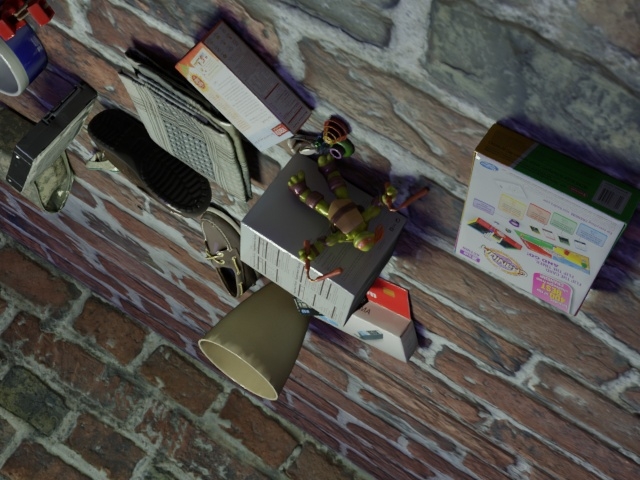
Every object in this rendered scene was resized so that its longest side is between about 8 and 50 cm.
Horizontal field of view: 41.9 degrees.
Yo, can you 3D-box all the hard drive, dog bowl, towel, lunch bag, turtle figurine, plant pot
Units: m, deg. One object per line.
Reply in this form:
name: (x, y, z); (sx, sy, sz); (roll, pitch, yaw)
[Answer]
hard drive: (-0.685, -0.256, 2.116); (0.064, 0.237, 0.339); (41, 156, -11)
dog bowl: (-0.794, -0.481, 2.013); (0.264, 0.104, 0.265); (30, 156, 15)
towel: (-0.285, -0.234, 1.784); (0.312, 0.056, 0.324); (36, 159, 19)
lunch bag: (-0.892, -0.229, 2.541); (0.235, 0.169, 0.287); (31, 152, 13)
turtle figurine: (0.051, -0.060, 1.555); (0.217, 0.269, 0.087); (54, -173, 25)
plant pot: (-0.142, 0.241, 2.240); (0.256, 0.274, 0.256); (31, 157, 15)

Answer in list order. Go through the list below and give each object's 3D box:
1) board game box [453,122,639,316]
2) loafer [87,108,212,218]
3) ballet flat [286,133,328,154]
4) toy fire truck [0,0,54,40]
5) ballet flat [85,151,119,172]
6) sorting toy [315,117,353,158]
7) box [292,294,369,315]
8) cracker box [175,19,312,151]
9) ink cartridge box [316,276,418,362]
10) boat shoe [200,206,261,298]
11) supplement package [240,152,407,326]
board game box: (0.346, -0.023, 1.336); (0.242, 0.064, 0.317); (29, 156, 17)
loafer: (-0.402, -0.179, 2.028); (0.366, 0.134, 0.130); (41, 163, 14)
ballet flat: (-0.036, -0.183, 1.599); (0.114, 0.041, 0.041); (14, 148, 42)
toy fire truck: (-0.632, -0.490, 1.778); (0.047, 0.135, 0.192); (55, -170, -37)
ballet flat: (-0.596, -0.222, 2.305); (0.168, 0.057, 0.053); (10, 117, 40)
sorting toy: (0.022, -0.179, 1.523); (0.061, 0.042, 0.102); (24, 154, 26)
box: (0.006, 0.095, 1.939); (0.180, 0.077, 0.148); (-2, 114, 50)
cracker box: (-0.143, -0.278, 1.536); (0.232, 0.067, 0.155); (45, 157, -16)
ink cartridge box: (0.086, 0.155, 2.029); (0.296, 0.066, 0.261); (24, 154, 27)
boat shoe: (-0.252, 0.038, 2.237); (0.116, 0.097, 0.324); (23, 153, 29)
supplement package: (0.000, 0.000, 1.687); (0.262, 0.199, 0.198); (33, 157, 9)
